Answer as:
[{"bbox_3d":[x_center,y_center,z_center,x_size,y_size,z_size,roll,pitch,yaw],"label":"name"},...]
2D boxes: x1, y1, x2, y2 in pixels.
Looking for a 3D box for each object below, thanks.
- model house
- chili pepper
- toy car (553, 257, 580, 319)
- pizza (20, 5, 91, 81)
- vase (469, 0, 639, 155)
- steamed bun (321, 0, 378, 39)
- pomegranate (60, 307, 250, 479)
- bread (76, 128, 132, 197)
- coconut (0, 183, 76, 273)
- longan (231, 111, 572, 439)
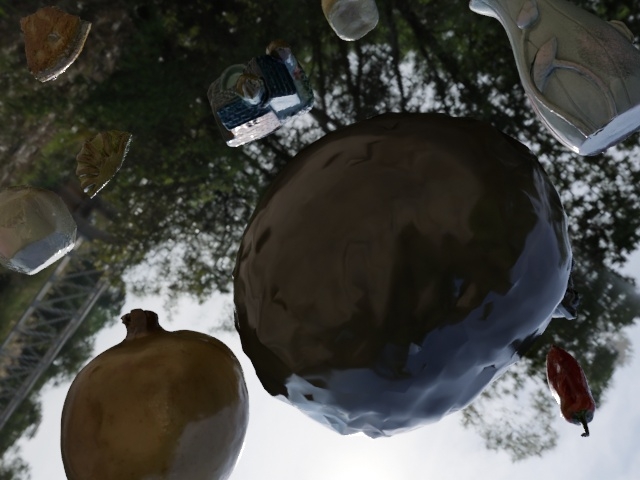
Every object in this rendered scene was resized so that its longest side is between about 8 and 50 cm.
[{"bbox_3d":[-0.155,-0.361,1.560,0.253,0.185,0.291,-23,178,2],"label":"model house"},{"bbox_3d":[0.354,0.211,0.947,0.191,0.050,0.059,-83,179,-59],"label":"chili pepper"},{"bbox_3d":[0.464,0.072,1.378,0.100,0.097,0.191,-21,-131,34],"label":"toy car"},{"bbox_3d":[-0.612,-0.454,1.507,0.182,0.161,0.062,-55,175,19],"label":"pizza"},{"bbox_3d":[0.503,-0.403,1.412,0.249,0.446,0.250,-26,162,-9],"label":"vase"},{"bbox_3d":[0.075,-0.687,1.917,0.140,0.172,0.155,-26,-125,12],"label":"steamed bun"},{"bbox_3d":[-0.235,0.269,0.968,0.307,0.307,0.307,-47,-161,22],"label":"pomegranate"},{"bbox_3d":[-0.459,-0.175,1.406,0.157,0.094,0.083,-44,-166,-4],"label":"bread"},{"bbox_3d":[-0.782,-0.038,1.783,0.227,0.230,0.227,-33,-174,4],"label":"coconut"},{"bbox_3d":[0.096,0.038,0.877,0.436,0.404,0.404,-45,-161,7],"label":"longan"}]
